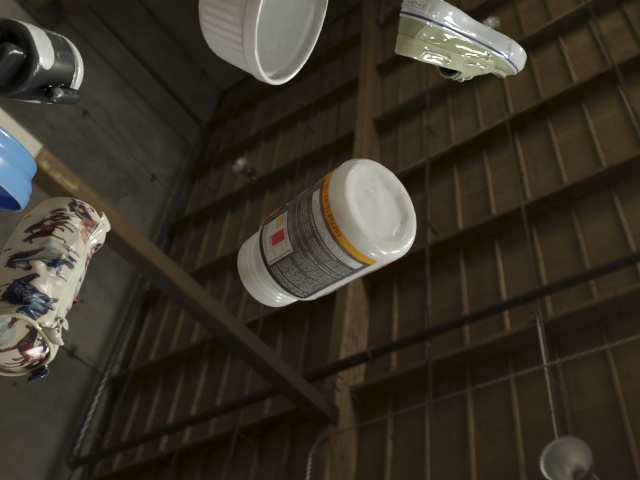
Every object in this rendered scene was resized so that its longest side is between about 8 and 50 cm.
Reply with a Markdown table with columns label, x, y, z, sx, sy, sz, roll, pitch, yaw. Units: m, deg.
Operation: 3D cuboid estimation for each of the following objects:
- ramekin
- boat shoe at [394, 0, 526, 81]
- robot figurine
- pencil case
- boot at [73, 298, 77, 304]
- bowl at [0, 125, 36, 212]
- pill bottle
| label | x | y | z | sx | sy | sz | roll | pitch | yaw |
| --- | --- | --- | --- | --- | --- | --- | --- | --- | --- |
| ramekin | -0.081 | -0.338 | 0.981 | 0.109 | 0.207 | 0.207 | 24 | -115 | 18 |
| boat shoe | 0.216 | -0.301 | 1.084 | 0.109 | 0.302 | 0.094 | 37 | -69 | 42 |
| robot figurine | -0.655 | -0.393 | 1.533 | 0.174 | 0.209 | 0.278 | -10 | -176 | 14 |
| pencil case | -0.527 | 0.073 | 1.311 | 0.184 | 0.159 | 0.410 | 1 | -145 | -2 |
| boot | -0.602 | 0.055 | 1.595 | 0.088 | 0.176 | 0.244 | -40 | -167 | 49 |
| bowl | -0.608 | -0.170 | 1.017 | 0.391 | 0.391 | 0.077 | 3 | -116 | 50 |
| pill bottle | 0.000 | 0.000 | 1.071 | 0.278 | 0.162 | 0.162 | -30 | -149 | 43 |
